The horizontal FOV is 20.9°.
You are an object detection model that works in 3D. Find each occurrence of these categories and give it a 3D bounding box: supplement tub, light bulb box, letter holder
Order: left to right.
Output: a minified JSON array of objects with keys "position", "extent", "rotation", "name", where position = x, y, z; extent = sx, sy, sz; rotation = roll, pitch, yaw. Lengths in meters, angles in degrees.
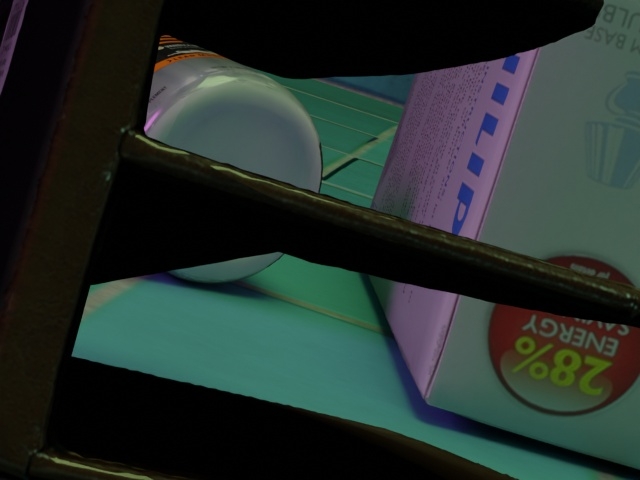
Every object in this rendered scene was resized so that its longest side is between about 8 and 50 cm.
[{"position":[-0.090,-0.057,0.967],"extent":[0.117,0.117,0.190],"rotation":[11,11,-33],"name":"supplement tub"},{"position":[0.000,0.000,0.540],"extent":[0.214,0.152,0.302],"rotation":[16,-2,-16],"name":"letter holder"},{"position":[0.229,-0.011,0.950],"extent":[0.357,0.225,0.361],"rotation":[17,9,-6],"name":"light bulb box"}]
